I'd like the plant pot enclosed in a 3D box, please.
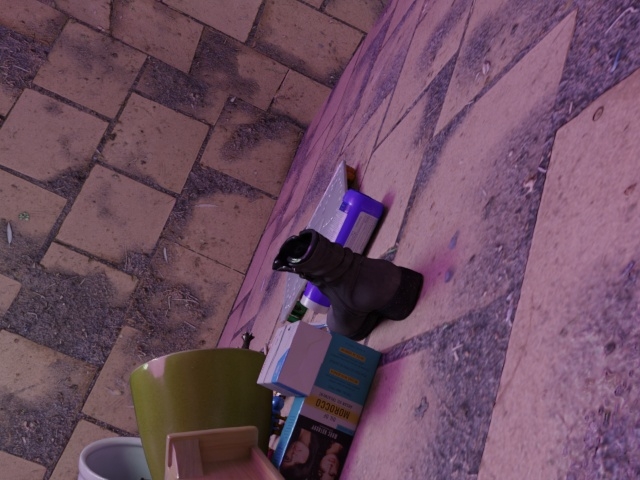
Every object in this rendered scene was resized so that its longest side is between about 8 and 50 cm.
[{"bbox_3d":[-0.203,0.382,1.310,0.275,0.275,0.293,127,139,-52],"label":"plant pot"}]

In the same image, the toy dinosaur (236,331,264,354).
[{"bbox_3d":[-0.188,0.330,1.733,0.313,0.121,0.160,-35,24,26],"label":"toy dinosaur"}]

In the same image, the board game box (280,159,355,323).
[{"bbox_3d":[0.000,0.000,2.036,0.390,0.050,0.390,-62,10,22],"label":"board game box"}]

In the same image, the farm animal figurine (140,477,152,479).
[{"bbox_3d":[-0.335,0.728,1.684,0.327,0.172,0.330,-21,57,59],"label":"farm animal figurine"}]

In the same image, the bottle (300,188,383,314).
[{"bbox_3d":[0.044,0.027,1.600,0.283,0.092,0.118,-65,9,5],"label":"bottle"}]

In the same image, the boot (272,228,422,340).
[{"bbox_3d":[0.016,0.069,1.254,0.338,0.223,0.118,-46,23,63],"label":"boot"}]

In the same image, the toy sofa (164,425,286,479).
[{"bbox_3d":[-0.102,0.406,0.975,0.362,0.150,0.177,-160,72,-63],"label":"toy sofa"}]

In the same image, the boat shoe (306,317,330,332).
[{"bbox_3d":[-0.004,0.209,1.491,0.183,0.066,0.066,135,156,-64],"label":"boat shoe"}]

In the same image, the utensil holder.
[{"bbox_3d":[-0.590,0.844,2.164,0.327,0.328,0.385,-132,53,-80],"label":"utensil holder"}]

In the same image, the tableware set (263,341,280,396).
[{"bbox_3d":[-0.070,0.278,1.588,0.169,0.020,0.141,-20,48,24],"label":"tableware set"}]

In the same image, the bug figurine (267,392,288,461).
[{"bbox_3d":[-0.087,0.408,1.429,0.279,0.072,0.216,161,127,-71],"label":"bug figurine"}]

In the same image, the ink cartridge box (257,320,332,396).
[{"bbox_3d":[-0.050,0.197,1.171,0.104,0.060,0.180,-69,11,-18],"label":"ink cartridge box"}]

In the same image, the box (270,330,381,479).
[{"bbox_3d":[0.007,0.277,1.153,0.244,0.100,0.060,-69,11,-18],"label":"box"}]
